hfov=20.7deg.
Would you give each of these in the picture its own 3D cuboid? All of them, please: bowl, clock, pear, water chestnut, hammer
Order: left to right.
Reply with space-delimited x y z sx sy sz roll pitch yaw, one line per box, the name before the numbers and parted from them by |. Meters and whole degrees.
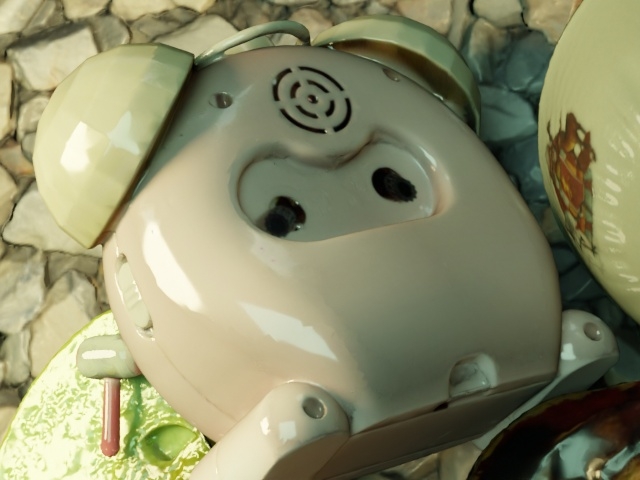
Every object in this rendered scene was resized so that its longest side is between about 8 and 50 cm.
hammer | -0.142 0.105 1.190 0.053 0.031 0.083 -4 80 29
pear | -0.121 0.222 1.251 0.292 0.159 0.292 -7 72 22
clock | 0.000 0.000 1.184 0.184 0.342 0.325 -51 57 43
water chestnut | 0.200 0.185 1.104 0.224 0.238 0.223 -4 67 11
bowl | 0.283 -0.029 1.071 0.337 0.157 0.337 8 117 17
